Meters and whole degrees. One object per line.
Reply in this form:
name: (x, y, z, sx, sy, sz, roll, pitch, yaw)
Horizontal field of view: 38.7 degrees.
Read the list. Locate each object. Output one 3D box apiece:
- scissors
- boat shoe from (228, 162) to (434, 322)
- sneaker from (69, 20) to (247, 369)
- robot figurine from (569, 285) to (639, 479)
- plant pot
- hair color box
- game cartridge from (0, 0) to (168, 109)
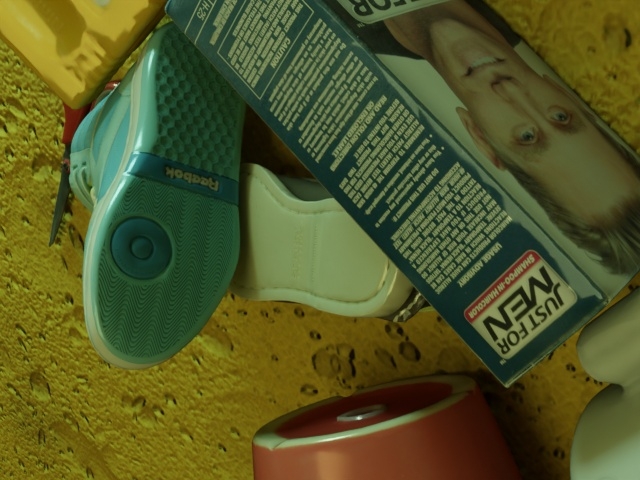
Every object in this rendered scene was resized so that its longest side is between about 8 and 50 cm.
scissors: (-0.283, -0.106, 1.030, 0.109, 0.021, 0.297, 51, 134, 5)
boat shoe: (0.000, 0.000, 0.769, 0.324, 0.096, 0.117, 12, 96, 56)
sneaker: (-0.166, -0.022, 0.828, 0.127, 0.319, 0.208, 25, 150, -27)
robot figurine: (0.292, 0.132, 0.531, 0.300, 0.200, 0.353, 41, 133, -1)
plant pot: (0.065, 0.254, 0.756, 0.274, 0.274, 0.243, -16, 89, 43)
hair color box: (0.074, -0.090, 0.627, 0.347, 0.174, 0.105, 48, 131, 11)
game cartridge: (-0.211, -0.314, 0.747, 0.285, 0.053, 0.323, 45, 117, -5)
